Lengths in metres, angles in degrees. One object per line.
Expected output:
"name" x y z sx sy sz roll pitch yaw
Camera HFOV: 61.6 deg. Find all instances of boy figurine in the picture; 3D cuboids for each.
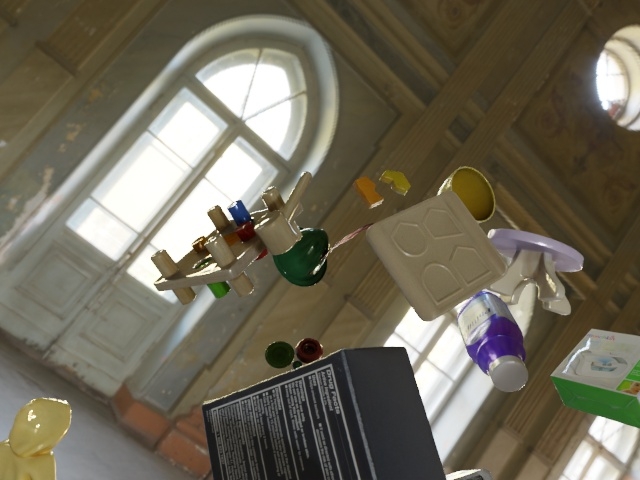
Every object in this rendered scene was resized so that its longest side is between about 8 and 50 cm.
"boy figurine" -0.488 0.391 0.885 0.177 0.285 0.092 12 1 32

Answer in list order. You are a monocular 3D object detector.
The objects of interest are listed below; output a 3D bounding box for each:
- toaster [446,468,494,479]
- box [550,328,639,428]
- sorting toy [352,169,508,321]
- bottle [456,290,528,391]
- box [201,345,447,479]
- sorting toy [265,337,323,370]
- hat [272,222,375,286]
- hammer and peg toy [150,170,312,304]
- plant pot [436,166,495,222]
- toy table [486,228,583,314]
"toaster" 0.317 0.608 1.185 0.110 0.185 0.168 129 -49 -57
"box" 0.834 0.379 1.495 0.127 0.231 0.262 60 -23 -14
"sorting toy" 0.203 -0.013 1.065 0.307 0.229 0.041 58 -26 15
"bottle" 0.357 0.206 1.112 0.092 0.118 0.283 35 18 -6
"box" 0.009 0.337 0.772 0.182 0.294 0.296 11 58 -50
"sorting toy" -0.044 0.207 0.933 0.042 0.101 0.061 92 -14 -49
"hat" 0.000 0.000 1.393 0.173 0.208 0.183 45 -43 -10
"hammer and peg toy" -0.145 0.002 1.075 0.361 0.266 0.127 -12 -64 39
"plant pot" 0.322 -0.091 1.249 0.134 0.134 0.095 40 -33 -13
"toy table" 0.566 0.090 1.446 0.274 0.161 0.252 16 -14 -1
